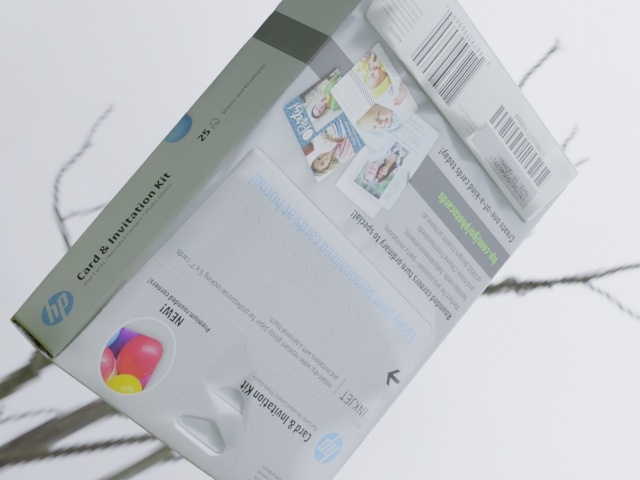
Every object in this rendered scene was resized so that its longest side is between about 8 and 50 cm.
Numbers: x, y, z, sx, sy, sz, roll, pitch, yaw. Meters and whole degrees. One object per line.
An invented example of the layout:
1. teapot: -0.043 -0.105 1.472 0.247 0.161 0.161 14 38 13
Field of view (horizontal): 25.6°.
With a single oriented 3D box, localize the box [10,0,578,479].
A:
1. box: 0.000 0.000 0.520 0.038 0.186 0.145 31 -10 47
